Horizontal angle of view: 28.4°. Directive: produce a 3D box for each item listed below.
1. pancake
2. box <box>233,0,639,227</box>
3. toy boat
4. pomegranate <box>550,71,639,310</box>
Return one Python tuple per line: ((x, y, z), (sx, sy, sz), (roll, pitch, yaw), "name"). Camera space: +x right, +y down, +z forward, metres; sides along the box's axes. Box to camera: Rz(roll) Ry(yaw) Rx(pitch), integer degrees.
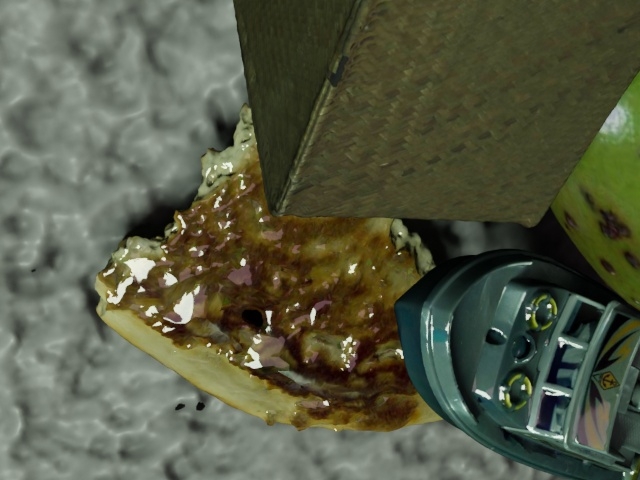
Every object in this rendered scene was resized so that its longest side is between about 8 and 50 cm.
((0.000, 0.000, 0.750), (0.265, 0.057, 0.245), (5, 107, -23), "pancake")
((0.061, -0.152, 0.546), (0.143, 0.184, 0.273), (1, 144, -19), "box")
((0.137, 0.075, 0.726), (0.296, 0.122, 0.114), (27, 80, -52), "toy boat")
((0.249, -0.070, 0.618), (0.290, 0.323, 0.291), (0, 103, 1), "pomegranate")
